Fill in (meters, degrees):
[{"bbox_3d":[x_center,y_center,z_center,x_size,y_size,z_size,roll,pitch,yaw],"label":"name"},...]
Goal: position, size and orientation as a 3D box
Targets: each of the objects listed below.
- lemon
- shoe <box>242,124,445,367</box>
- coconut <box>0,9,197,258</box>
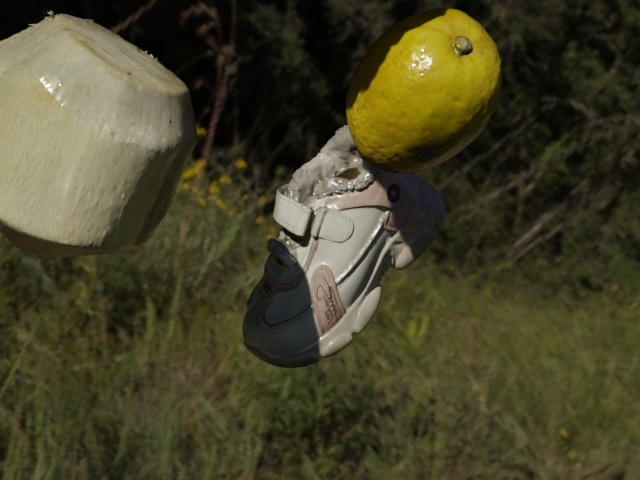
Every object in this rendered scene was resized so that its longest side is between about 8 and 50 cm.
[{"bbox_3d":[0.116,-0.169,1.381,0.170,0.207,0.170,19,49,-23],"label":"lemon"},{"bbox_3d":[-0.002,0.000,1.648,0.172,0.351,0.198,21,-25,51],"label":"shoe"},{"bbox_3d":[-0.266,-0.097,1.283,0.245,0.247,0.245,29,16,-9],"label":"coconut"}]
